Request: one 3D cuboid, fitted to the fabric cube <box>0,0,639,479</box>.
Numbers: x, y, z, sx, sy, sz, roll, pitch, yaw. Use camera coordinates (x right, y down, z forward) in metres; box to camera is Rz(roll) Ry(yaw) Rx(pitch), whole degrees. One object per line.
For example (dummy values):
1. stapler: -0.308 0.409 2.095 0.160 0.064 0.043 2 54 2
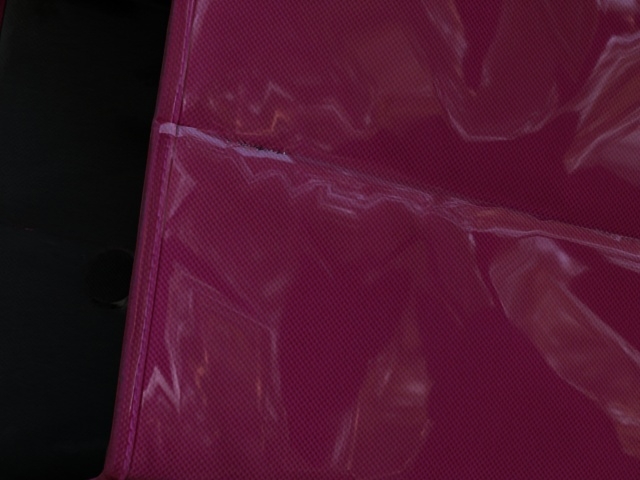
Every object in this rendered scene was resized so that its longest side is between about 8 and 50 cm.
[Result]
1. fabric cube: 0.000 0.000 0.830 0.258 0.259 0.254 13 -12 -26
